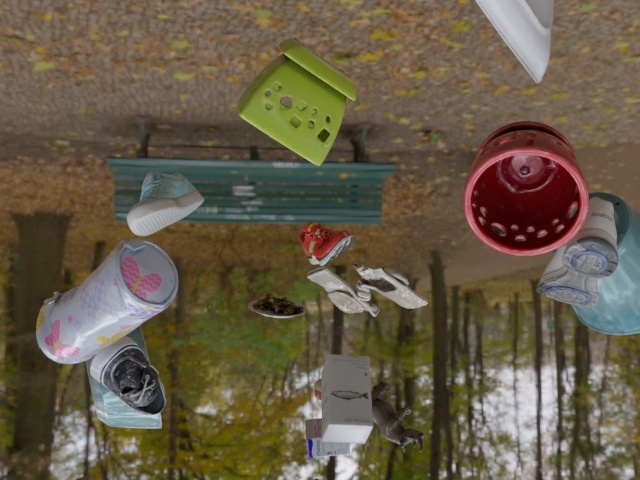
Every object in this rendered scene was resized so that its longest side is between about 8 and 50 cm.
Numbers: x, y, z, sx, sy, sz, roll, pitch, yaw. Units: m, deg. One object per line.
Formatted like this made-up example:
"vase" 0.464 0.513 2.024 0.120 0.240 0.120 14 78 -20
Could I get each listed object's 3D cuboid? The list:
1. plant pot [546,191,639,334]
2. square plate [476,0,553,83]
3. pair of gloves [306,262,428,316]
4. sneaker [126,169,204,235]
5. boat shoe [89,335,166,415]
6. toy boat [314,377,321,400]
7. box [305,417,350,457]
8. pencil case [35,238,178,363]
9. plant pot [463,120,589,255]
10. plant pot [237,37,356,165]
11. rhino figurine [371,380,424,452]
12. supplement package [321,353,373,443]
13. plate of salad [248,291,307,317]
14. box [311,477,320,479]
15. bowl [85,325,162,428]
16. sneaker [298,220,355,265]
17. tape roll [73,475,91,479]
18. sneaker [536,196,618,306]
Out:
"plant pot" 0.639 0.035 1.566 0.271 0.272 0.255 -6 146 40
"square plate" 0.302 -0.490 1.149 0.049 0.347 0.344 -16 138 38
"pair of gloves" 0.105 0.121 1.662 0.240 0.042 0.204 -11 139 41
"sneaker" -0.461 -0.116 1.961 0.135 0.150 0.366 -40 180 14
"boat shoe" -0.385 0.295 1.463 0.102 0.108 0.301 36 155 19
"toy boat" 0.069 0.518 2.269 0.151 0.151 0.231 -4 178 -17
"box" 0.022 0.638 2.290 0.137 0.072 0.126 -4 -166 -3
"pencil case" -0.344 0.100 1.122 0.273 0.124 0.113 -30 163 35
"plant pot" 0.340 -0.096 1.161 0.191 0.191 0.174 -2 -152 21
"plant pot" -0.047 -0.339 1.656 0.227 0.207 0.228 30 -166 -16
"rhino figurine" 0.207 0.510 2.003 0.106 0.243 0.073 -35 145 -14
"supplement package" 0.059 0.368 1.638 0.105 0.179 0.105 5 142 -8
"plate of salad" -0.143 0.216 2.370 0.199 0.048 0.200 6 -169 -1
"box" 0.029 0.784 2.079 0.233 0.044 0.159 13 -175 36
"bowl" -0.557 0.396 1.971 0.163 0.312 0.311 -13 178 -19
"sneaker" 0.000 0.000 1.952 0.107 0.118 0.279 -37 -174 -20
"tape roll" -0.520 0.545 1.267 0.274 0.090 0.275 -30 -178 1
"sneaker" 0.487 0.032 1.307 0.111 0.129 0.297 19 155 8
